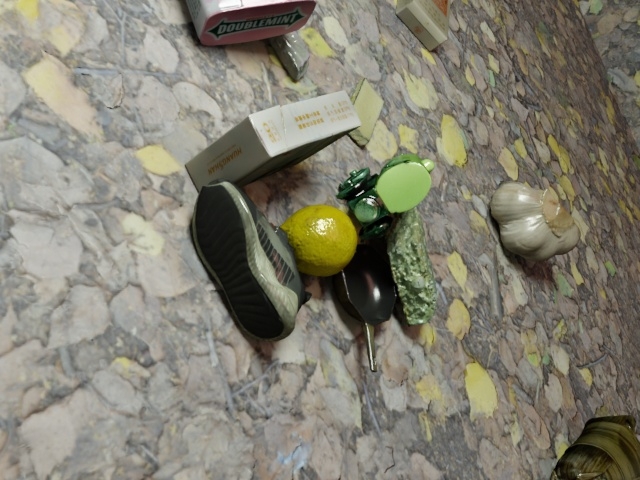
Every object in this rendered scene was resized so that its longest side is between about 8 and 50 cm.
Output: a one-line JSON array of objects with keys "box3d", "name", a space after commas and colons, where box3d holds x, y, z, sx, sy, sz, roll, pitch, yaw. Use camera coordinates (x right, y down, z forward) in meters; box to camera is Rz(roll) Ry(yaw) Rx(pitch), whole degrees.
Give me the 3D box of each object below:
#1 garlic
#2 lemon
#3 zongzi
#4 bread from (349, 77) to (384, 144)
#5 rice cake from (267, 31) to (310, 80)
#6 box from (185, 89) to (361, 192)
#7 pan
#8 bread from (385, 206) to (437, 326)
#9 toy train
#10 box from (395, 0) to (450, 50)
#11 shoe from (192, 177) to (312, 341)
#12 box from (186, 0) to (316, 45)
[{"box3d": [0.482, -0.027, 1.500, 0.229, 0.178, 0.143, 30, 80, -12], "name": "garlic"}, {"box3d": [0.000, 0.000, 0.962, 0.133, 0.109, 0.109, 15, 59, -30], "name": "lemon"}, {"box3d": [0.595, 0.541, 1.337, 0.285, 0.134, 0.289, -15, 90, -44], "name": "zongzi"}, {"box3d": [0.082, -0.249, 1.246, 0.068, 0.028, 0.154, 44, 43, -24], "name": "bread"}, {"box3d": [-0.095, -0.403, 1.115, 0.055, 0.049, 0.270, -36, 99, -28], "name": "rice cake"}, {"box3d": [-0.063, -0.140, 0.934, 0.233, 0.149, 0.067, -30, 91, -51], "name": "box"}, {"box3d": [0.055, 0.098, 1.018, 0.128, 0.048, 0.202, 46, 41, -20], "name": "pan"}, {"box3d": [0.154, 0.025, 1.114, 0.172, 0.064, 0.232, 44, 35, -65], "name": "bread"}, {"box3d": [0.113, -0.086, 1.049, 0.105, 0.157, 0.253, 58, 12, -5], "name": "toy train"}, {"box3d": [0.255, -0.581, 1.589, 0.141, 0.058, 0.201, 38, 45, -29], "name": "box"}, {"box3d": [-0.086, 0.021, 0.875, 0.112, 0.099, 0.228, -28, 96, -58], "name": "shoe"}, {"box3d": [-0.156, -0.503, 1.018, 0.190, 0.112, 0.370, -15, 81, -24], "name": "box"}]
